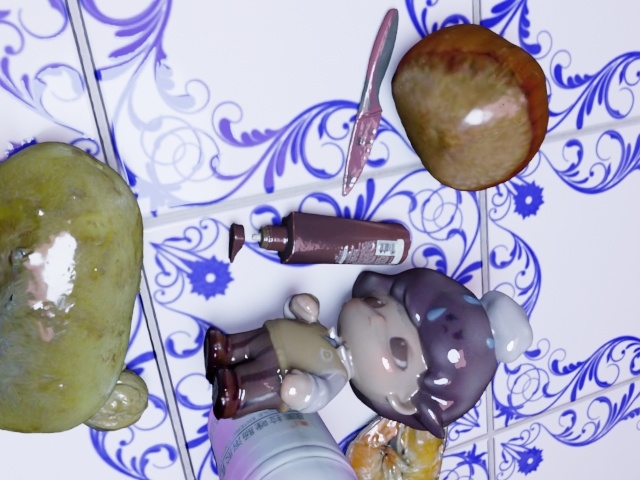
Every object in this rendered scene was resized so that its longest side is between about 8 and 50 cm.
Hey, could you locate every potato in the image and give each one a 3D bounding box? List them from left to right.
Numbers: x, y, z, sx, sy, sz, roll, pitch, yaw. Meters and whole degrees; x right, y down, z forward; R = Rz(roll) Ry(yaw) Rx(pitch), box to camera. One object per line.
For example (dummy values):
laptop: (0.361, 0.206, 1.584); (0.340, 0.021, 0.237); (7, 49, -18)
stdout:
potato: (-0.289, 0.051, 0.580); (0.210, 0.173, 0.307); (19, 97, -5)

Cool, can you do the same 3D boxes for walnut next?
walnut: (-0.255, 0.193, 0.688); (0.092, 0.092, 0.092); (-6, 107, -19)

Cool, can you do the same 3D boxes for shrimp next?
shrimp: (0.123, 0.299, 0.875); (0.165, 0.062, 0.316); (4, 107, -20)

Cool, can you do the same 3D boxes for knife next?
knife: (0.065, -0.175, 0.739); (0.036, 0.018, 0.247); (7, 105, -26)

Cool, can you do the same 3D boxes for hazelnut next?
hazelnut: (0.197, -0.169, 0.699); (0.210, 0.186, 0.209); (-1, 98, -4)

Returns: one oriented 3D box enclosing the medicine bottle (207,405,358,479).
medicine bottle: (-0.046, 0.287, 0.698); (0.152, 0.254, 0.152); (-5, 106, -19)

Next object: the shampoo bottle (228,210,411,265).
shampoo bottle: (-0.001, 0.002, 0.738); (0.237, 0.067, 0.068); (4, 85, -21)

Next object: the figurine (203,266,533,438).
figurine: (0.049, 0.122, 0.705); (0.365, 0.218, 0.206); (10, 104, -27)
